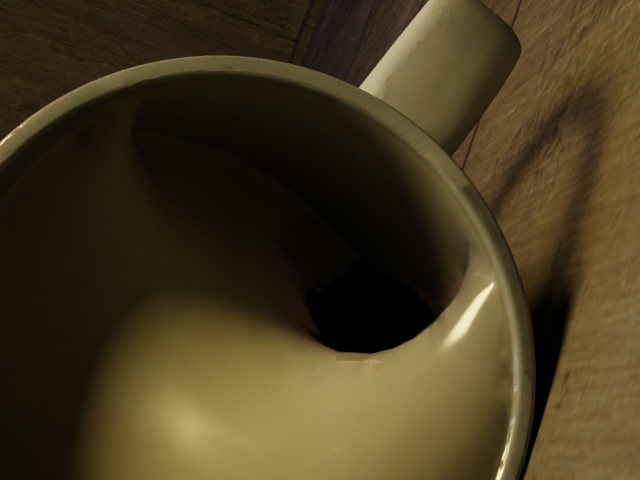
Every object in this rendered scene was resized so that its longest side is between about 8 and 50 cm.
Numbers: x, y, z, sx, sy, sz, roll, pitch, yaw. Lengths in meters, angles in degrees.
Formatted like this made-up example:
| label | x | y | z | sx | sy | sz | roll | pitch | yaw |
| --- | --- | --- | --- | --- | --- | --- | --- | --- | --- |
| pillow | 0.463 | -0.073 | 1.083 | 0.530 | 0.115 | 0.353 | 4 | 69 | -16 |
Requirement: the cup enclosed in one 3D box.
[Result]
| label | x | y | z | sx | sy | sz | roll | pitch | yaw |
| --- | --- | --- | --- | --- | --- | --- | --- | --- | --- |
| cup | -0.037 | 0.035 | 0.810 | 0.323 | 0.237 | 0.327 | -53 | 2 | -12 |

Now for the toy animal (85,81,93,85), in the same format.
| label | x | y | z | sx | sy | sz | roll | pitch | yaw |
| --- | --- | --- | --- | --- | --- | --- | --- | --- | --- |
| toy animal | -0.046 | -0.026 | 1.095 | 0.243 | 0.087 | 0.260 | -30 | -33 | -21 |
